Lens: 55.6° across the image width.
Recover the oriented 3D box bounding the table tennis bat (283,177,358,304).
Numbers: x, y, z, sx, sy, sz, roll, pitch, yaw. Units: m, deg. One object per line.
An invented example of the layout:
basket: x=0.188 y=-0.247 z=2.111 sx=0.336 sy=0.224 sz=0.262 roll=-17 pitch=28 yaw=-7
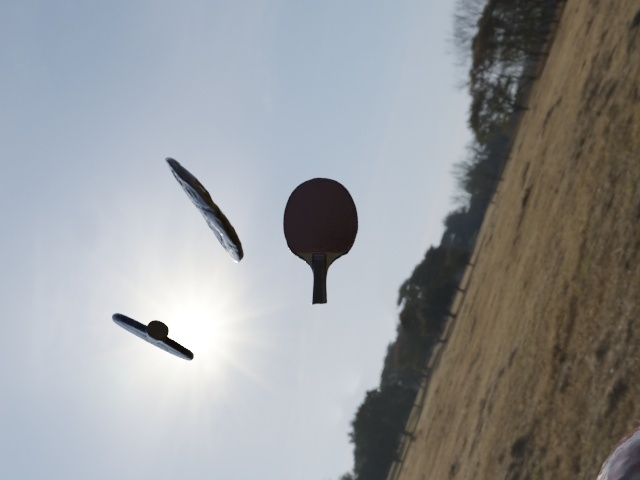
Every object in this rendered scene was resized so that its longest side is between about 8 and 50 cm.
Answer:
table tennis bat: x=0.000 y=0.000 z=1.044 sx=0.019 sy=0.130 sz=0.221 roll=44 pitch=-134 yaw=-79

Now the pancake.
pancake: x=-0.220 y=-0.059 z=1.171 sx=0.031 sy=0.250 sz=0.250 roll=-37 pitch=-21 yaw=-11

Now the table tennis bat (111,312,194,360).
table tennis bat: x=-0.262 y=0.150 z=0.962 sx=0.027 sy=0.150 sz=0.236 roll=-63 pitch=10 yaw=-19

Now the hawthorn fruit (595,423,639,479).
hawthorn fruit: x=0.466 y=0.353 z=0.580 sx=0.403 sy=0.402 sz=0.403 roll=20 pitch=-90 yaw=-78
